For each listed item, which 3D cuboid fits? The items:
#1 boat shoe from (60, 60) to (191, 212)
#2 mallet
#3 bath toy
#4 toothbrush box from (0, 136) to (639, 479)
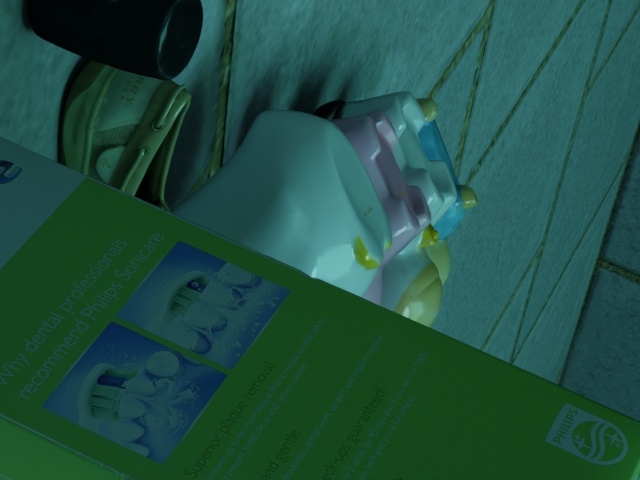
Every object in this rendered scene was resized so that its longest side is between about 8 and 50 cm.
[{"bbox_3d":[-0.084,-0.017,0.858,0.056,0.048,0.153,-54,161,-44],"label":"boat shoe"},{"bbox_3d":[-0.100,-0.120,0.676,0.039,0.062,0.190,-64,152,-18],"label":"mallet"},{"bbox_3d":[0.000,0.000,1.081,0.151,0.129,0.348,68,15,1],"label":"bath toy"},{"bbox_3d":[-0.048,0.113,0.705,0.122,0.283,0.206,-55,162,-44],"label":"toothbrush box"}]
